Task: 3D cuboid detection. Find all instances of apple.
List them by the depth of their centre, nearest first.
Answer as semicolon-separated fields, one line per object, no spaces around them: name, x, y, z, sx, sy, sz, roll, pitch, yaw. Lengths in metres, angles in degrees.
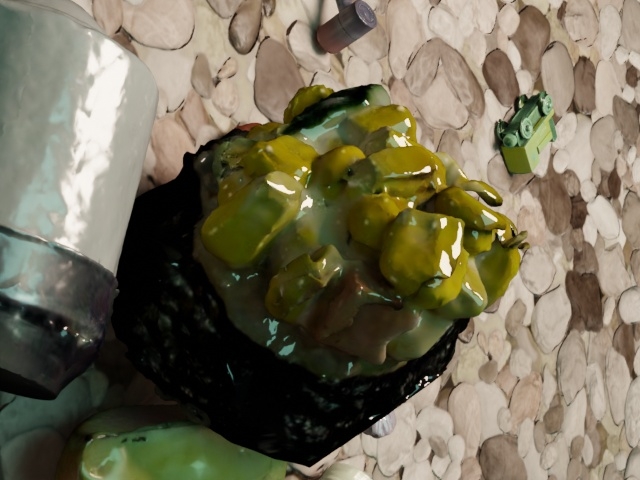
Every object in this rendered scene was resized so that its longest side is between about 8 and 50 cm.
apple;-0.152;0.241;1.236;0.265;0.120;0.193;1;104;-48

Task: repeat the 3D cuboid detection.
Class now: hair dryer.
hair dryer;0.020;-0.273;1.522;0.037;0.063;0.114;12;56;-48

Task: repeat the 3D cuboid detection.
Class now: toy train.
toy train;0.281;-0.148;1.814;0.122;0.050;0.081;-48;127;-41

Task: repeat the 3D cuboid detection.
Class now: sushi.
sushi;0.000;0.000;1.215;0.329;0.285;0.328;45;42;19

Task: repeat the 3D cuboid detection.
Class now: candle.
candle;-0.245;-0.060;1.064;0.221;0.221;0.343;32;64;-44

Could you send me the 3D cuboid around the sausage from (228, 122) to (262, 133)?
sausage;-0.064;-0.081;1.400;0.054;0.059;0.094;-36;124;4

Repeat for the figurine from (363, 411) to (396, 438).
figurine;0.015;0.122;1.434;0.175;0.116;0.240;51;55;-11

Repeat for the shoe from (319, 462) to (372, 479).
shoe;0.047;0.376;1.482;0.110;0.095;0.265;-40;112;-37
